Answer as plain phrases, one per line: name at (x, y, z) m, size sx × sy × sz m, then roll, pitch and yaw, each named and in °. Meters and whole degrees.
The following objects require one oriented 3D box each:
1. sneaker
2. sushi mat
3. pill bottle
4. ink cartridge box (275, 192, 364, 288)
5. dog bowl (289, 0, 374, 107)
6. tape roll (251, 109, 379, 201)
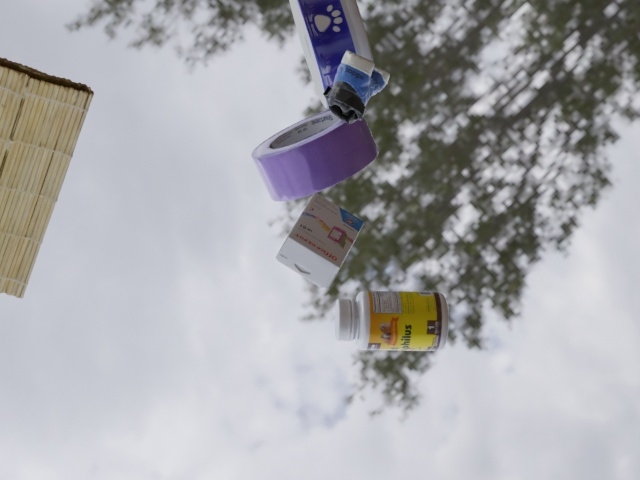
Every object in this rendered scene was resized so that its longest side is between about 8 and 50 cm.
sneaker at (0.045, -0.195, 1.679) m, size 0.058 × 0.085 × 0.152 m, roll 26°, pitch -174°, yaw 8°
sushi mat at (-0.384, -0.072, 1.518) m, size 0.151 × 0.317 × 0.019 m, roll 20°, pitch -149°, yaw -11°
pill bottle at (0.138, 0.158, 2.522) m, size 0.214 × 0.117 × 0.117 m, roll 1°, pitch -138°, yaw -5°
ink cartridge box at (0.000, 0.000, 1.851) m, size 0.088 × 0.052 × 0.122 m, roll 31°, pitch -139°, yaw -1°
dog bowl at (0.021, -0.391, 2.453) m, size 0.265 × 0.104 × 0.265 m, roll 162°, pitch 90°, yaw -88°
tape roll at (-0.009, -0.139, 2.027) m, size 0.080 × 0.189 × 0.189 m, roll 64°, pitch -154°, yaw -15°
